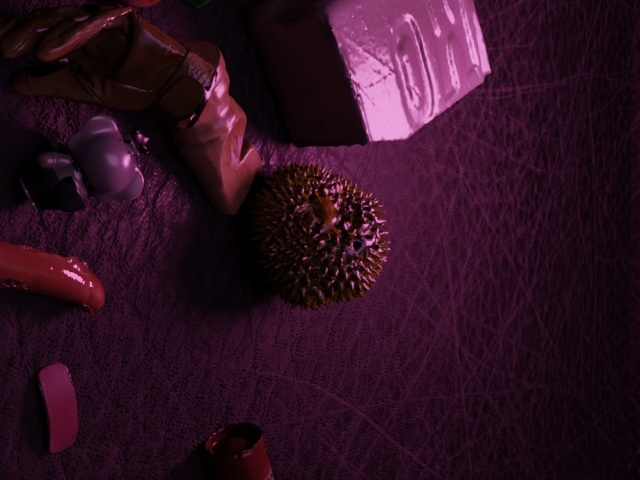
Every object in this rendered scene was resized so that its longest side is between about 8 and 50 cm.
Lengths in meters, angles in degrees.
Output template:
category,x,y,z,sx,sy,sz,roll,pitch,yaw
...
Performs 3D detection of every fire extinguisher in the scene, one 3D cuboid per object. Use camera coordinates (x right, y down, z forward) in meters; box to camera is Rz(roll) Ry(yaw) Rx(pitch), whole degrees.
category,x,y,z,sx,sy,sz,roll,pitch,yaw
fire extinguisher,-0.103,0.500,1.691,0.106,0.147,0.337,-32,117,-40

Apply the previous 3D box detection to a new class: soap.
category,x,y,z,sx,sy,sz,roll,pitch,yaw
soap,0.104,-0.362,1.779,0.435,0.212,0.350,-39,123,-39

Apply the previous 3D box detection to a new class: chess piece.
category,x,y,z,sx,sy,sz,roll,pitch,yaw
chess piece,-0.181,-0.175,1.557,0.137,0.137,0.301,-55,144,-29

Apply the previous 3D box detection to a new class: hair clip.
category,x,y,z,sx,sy,sz,roll,pitch,yaw
hair clip,-0.395,0.255,1.419,0.054,0.022,0.137,-18,108,-50

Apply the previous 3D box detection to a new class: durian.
category,x,y,z,sx,sy,sz,roll,pitch,yaw
durian,0.002,0.001,1.691,0.291,0.224,0.291,-5,98,-43

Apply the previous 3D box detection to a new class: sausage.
category,x,y,z,sx,sy,sz,roll,pitch,yaw
sausage,-0.418,0.042,1.328,0.304,0.078,0.078,24,77,-48

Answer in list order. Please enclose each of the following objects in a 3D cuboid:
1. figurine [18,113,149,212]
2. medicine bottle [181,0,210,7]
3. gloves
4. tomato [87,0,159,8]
category,x,y,z,sx,sy,sz,roll,pitch,yaw
figurine,-0.336,-0.108,1.358,0.192,0.126,0.147,-26,131,-10
medicine bottle,-0.164,-0.432,1.462,0.309,0.076,0.111,-75,170,-57
gloves,-0.313,-0.257,1.316,0.331,0.154,0.141,18,72,-21
tomato,-0.294,-0.426,1.297,0.232,0.232,0.189,12,94,-49
